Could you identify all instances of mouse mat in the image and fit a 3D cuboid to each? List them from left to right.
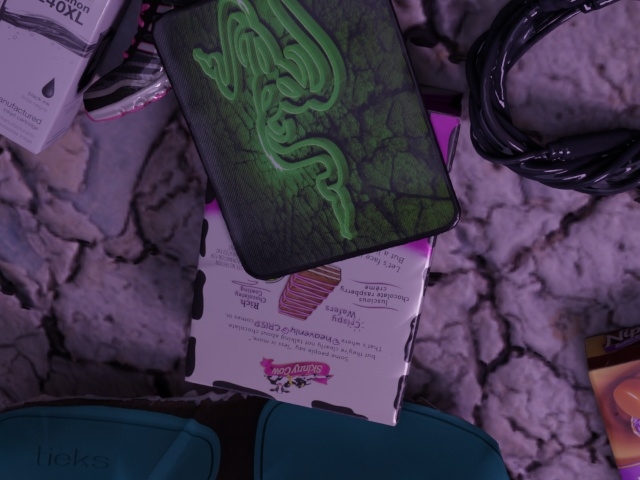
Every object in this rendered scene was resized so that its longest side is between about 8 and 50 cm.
[{"bbox_3d":[-0.009,-0.073,0.692,0.153,0.007,0.189,-16,106,16],"label":"mouse mat"}]

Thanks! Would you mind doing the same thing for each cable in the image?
[{"bbox_3d":[0.183,-0.103,0.708,0.184,0.047,0.150,-33,108,18],"label":"cable"}]

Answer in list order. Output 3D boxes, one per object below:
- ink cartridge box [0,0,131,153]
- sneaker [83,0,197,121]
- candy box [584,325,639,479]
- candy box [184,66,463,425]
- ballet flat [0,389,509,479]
[{"bbox_3d":[-0.198,-0.153,0.739,0.109,0.063,0.150,30,114,-3],"label":"ink cartridge box"},{"bbox_3d":[-0.100,-0.147,0.727,0.170,0.063,0.074,-35,102,16],"label":"sneaker"},{"bbox_3d":[0.267,0.148,0.787,0.109,0.053,0.186,-16,110,15],"label":"candy box"},{"bbox_3d":[0.000,0.000,0.762,0.159,0.071,0.233,12,113,5],"label":"candy box"},{"bbox_3d":[-0.060,0.185,0.831,0.409,0.147,0.147,4,113,5],"label":"ballet flat"}]
